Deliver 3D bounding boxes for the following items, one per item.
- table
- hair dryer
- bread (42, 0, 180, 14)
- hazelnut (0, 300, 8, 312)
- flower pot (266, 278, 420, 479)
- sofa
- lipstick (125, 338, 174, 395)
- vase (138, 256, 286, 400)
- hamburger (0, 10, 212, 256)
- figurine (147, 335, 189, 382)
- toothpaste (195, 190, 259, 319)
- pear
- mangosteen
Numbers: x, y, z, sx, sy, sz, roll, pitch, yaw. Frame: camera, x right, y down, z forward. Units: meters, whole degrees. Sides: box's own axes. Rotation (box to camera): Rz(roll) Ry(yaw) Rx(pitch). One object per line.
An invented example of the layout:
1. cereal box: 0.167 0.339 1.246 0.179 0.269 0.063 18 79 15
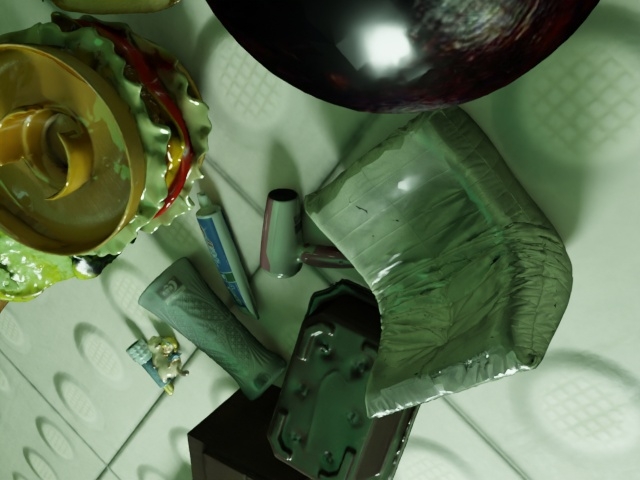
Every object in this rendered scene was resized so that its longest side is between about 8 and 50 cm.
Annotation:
1. table: -0.071 0.338 0.940 0.193 0.172 0.169 17 121 29
2. hair dryer: 0.002 0.006 0.776 0.154 0.054 0.106 18 124 15
3. bread: -0.232 -0.320 0.650 0.169 0.160 0.140 47 135 2
4. hazelnut: -0.729 0.046 1.147 0.372 0.372 0.315 55 163 -6
5. flower pot: 0.022 0.184 0.774 0.179 0.084 0.251 24 105 24
6. sofa: 0.090 0.019 0.614 0.210 0.176 0.225 -32 97 45
7. lipstick: -0.294 0.228 1.151 0.037 0.037 0.116 -26 106 44
8. vase: -0.150 0.131 0.937 0.219 0.096 0.096 43 135 3
9. hamburger: -0.263 -0.126 0.762 0.274 0.212 0.274 8 115 17
10. figurine: -0.253 0.194 1.093 0.050 0.047 0.083 -24 94 29
11. toothpaste: -0.129 0.022 0.888 0.057 0.035 0.197 14 128 50
12. pear: -0.444 -0.032 0.941 0.255 0.164 0.238 -19 117 23
13. mangosteen: 0.040 -0.245 0.421 0.347 0.307 0.307 42 143 50
